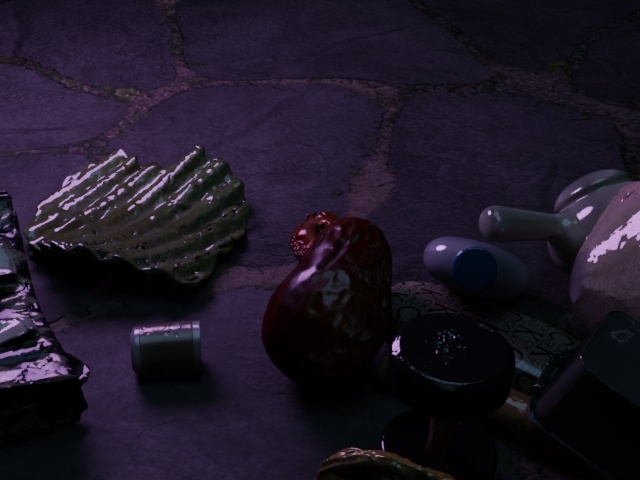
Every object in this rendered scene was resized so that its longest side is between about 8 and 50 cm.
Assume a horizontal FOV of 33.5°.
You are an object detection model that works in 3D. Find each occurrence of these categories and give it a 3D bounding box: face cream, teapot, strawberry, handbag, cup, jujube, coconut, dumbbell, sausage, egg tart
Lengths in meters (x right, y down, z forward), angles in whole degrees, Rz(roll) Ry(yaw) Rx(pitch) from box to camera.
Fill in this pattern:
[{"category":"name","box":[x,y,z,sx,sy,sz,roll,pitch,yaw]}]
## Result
[{"category":"face cream","box":[0.231,0.039,1.578,0.163,0.080,0.336,16,2,10]},{"category":"teapot","box":[0.422,-0.031,1.688,0.318,0.220,0.149,1,61,-53]},{"category":"strawberry","box":[0.000,-0.003,1.807,0.103,0.048,0.152,-9,31,-11]},{"category":"handbag","box":[-0.518,0.121,1.480,0.316,0.180,0.416,-10,42,-23]},{"category":"cup","box":[-0.222,0.147,1.535,0.099,0.074,0.102,-3,33,-7]},{"category":"jujube","box":[0.018,0.083,1.517,0.190,0.190,0.255,9,54,10]},{"category":"coconut","box":[0.508,0.062,1.503,0.309,0.297,0.297,-1,33,-9]},{"category":"dumbbell","box":[0.152,0.216,1.316,0.152,0.218,0.152,2,33,-1]},{"category":"sausage","box":[0.218,0.219,1.460,0.301,0.066,0.066,20,37,23]},{"category":"egg tart","box":[0.090,0.319,1.153,0.241,0.241,0.106,14,54,18]}]

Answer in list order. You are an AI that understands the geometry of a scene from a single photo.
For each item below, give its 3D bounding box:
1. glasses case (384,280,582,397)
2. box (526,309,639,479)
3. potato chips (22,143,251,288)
[{"category":"glasses case","box":[0.240,0.151,1.544,0.354,0.085,0.137,21,33,26]},{"category":"box","box":[0.403,0.211,1.345,0.243,0.135,0.163,37,48,12]},{"category":"potato chips","box":[-0.318,-0.046,1.811,0.373,0.097,0.389,7,32,10]}]
